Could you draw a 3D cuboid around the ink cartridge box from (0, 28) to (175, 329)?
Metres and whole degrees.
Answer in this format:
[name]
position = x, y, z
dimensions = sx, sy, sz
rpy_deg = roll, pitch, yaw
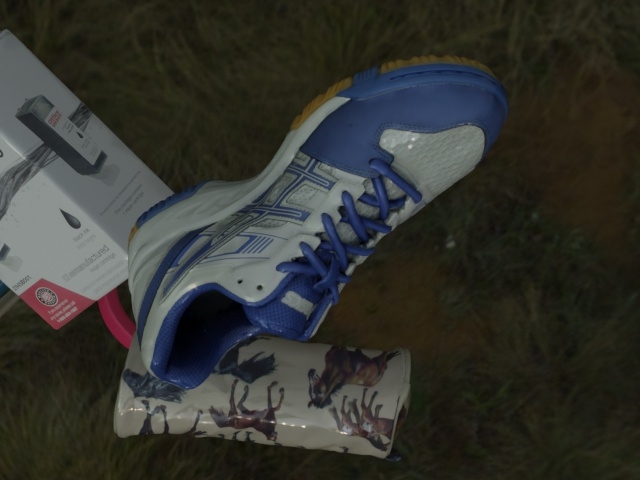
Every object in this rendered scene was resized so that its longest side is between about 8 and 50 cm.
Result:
[ink cartridge box]
position = -0.247, -0.048, 0.987
dimensions = 0.218, 0.158, 0.092
rpy_deg = 46, 44, -12

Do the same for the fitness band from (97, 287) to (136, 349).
[fitness band]
position = -0.227, 0.058, 1.821
dimensions = 0.209, 0.054, 0.291
rpy_deg = 50, 49, -13

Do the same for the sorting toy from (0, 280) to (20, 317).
[sorting toy]
position = -0.546, 0.084, 1.715
dimensions = 0.193, 0.038, 0.208
rpy_deg = 13, 48, 28

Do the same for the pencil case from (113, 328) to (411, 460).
[pencil case]
position = -0.084, 0.208, 1.591
dimensions = 0.410, 0.183, 0.160
rpy_deg = 5, 64, 1

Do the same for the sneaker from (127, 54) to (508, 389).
[sneaker]
position = 0.000, 0.000, 0.740
dimensions = 0.112, 0.296, 0.131
rpy_deg = 33, 36, -39
